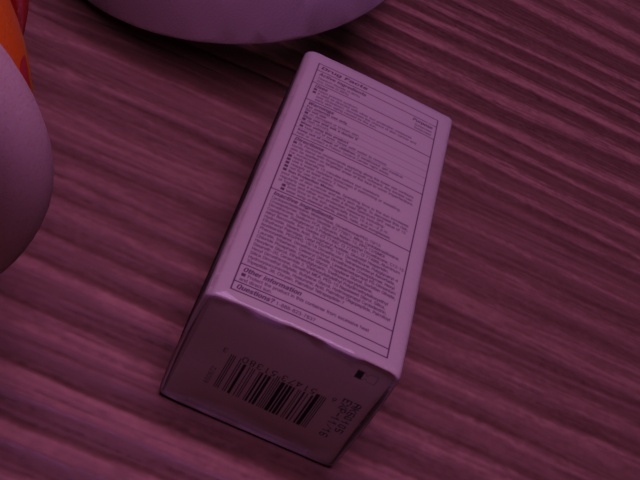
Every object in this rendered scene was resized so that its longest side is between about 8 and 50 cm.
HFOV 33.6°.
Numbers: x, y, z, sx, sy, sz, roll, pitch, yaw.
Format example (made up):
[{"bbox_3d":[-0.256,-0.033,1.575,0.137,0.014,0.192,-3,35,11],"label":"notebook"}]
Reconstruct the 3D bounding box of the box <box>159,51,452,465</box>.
[{"bbox_3d":[0.000,0.000,0.830,0.148,0.121,0.311,25,41,-5],"label":"box"}]

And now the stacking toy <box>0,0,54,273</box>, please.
[{"bbox_3d":[-0.299,-0.224,0.657,0.351,0.350,0.479,16,54,-15],"label":"stacking toy"}]

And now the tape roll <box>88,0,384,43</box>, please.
[{"bbox_3d":[-0.086,-0.350,1.073,0.392,0.072,0.392,1,51,-2],"label":"tape roll"}]
